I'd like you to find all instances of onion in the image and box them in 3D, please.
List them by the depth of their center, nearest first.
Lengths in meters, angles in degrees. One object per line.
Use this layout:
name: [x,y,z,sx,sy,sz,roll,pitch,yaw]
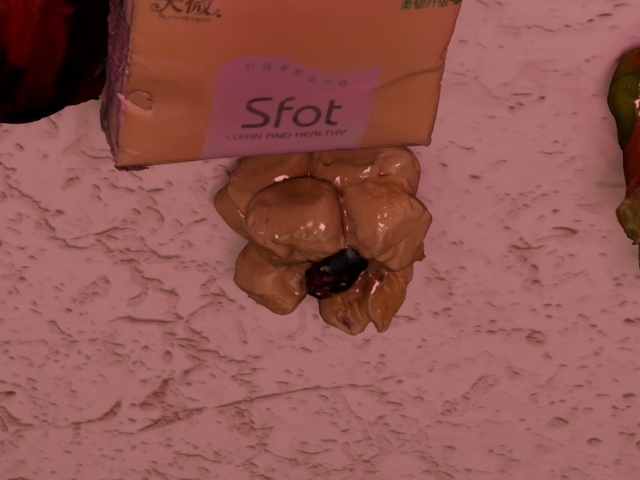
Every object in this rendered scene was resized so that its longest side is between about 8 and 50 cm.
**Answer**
onion: [-0.248,-0.174,1.291,0.280,0.146,0.314,12,132,-16]

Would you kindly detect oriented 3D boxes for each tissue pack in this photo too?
tissue pack: [-0.031,-0.160,1.283,0.257,0.123,0.215,-4,135,-15]

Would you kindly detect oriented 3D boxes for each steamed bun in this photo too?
steamed bun: [0.000,0.000,1.487,0.192,0.106,0.177,7,135,-2]

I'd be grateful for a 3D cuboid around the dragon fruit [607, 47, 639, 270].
dragon fruit: [0.359,-0.065,1.381,0.268,0.130,0.295,29,131,-25]
